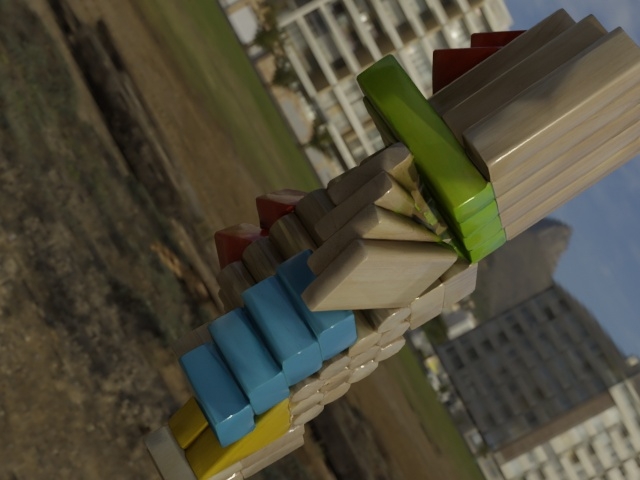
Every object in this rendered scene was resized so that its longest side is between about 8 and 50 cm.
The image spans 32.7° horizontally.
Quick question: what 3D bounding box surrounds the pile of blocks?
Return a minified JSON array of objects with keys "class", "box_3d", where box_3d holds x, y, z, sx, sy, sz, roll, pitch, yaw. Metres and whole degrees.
[{"class":"pile of blocks","box_3d":[0.000,0.000,0.563,0.149,0.362,0.113,6,44,-57]}]
